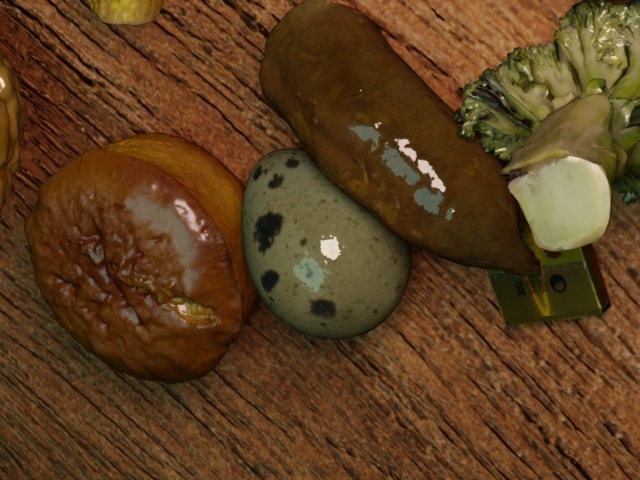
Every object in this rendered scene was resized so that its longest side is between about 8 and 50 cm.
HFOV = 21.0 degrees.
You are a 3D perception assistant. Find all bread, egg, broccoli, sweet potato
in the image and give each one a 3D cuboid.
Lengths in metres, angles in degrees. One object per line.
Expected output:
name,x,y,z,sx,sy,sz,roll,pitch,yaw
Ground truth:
bread,-0.199,0.019,2.037,0.312,0.172,0.312,18,126,26
egg,0.000,0.000,1.894,0.177,0.177,0.228,-38,79,39
broccoli,0.266,-0.094,1.574,0.252,0.361,0.221,-1,110,-3
sweet potato,0.087,-0.091,1.785,0.369,0.158,0.158,46,130,21

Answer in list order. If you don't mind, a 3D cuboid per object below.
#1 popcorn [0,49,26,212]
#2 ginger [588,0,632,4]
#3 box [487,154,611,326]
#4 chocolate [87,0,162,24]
popcorn,-0.530,-0.127,2.082,0.344,0.354,0.390,80,169,-45
ginger,0.326,-0.340,1.522,0.418,0.176,0.254,-11,113,39
box,0.224,-0.006,1.841,0.121,0.030,0.193,-10,106,36
chocolate,-0.203,-0.439,1.817,0.162,0.162,0.445,24,125,21
